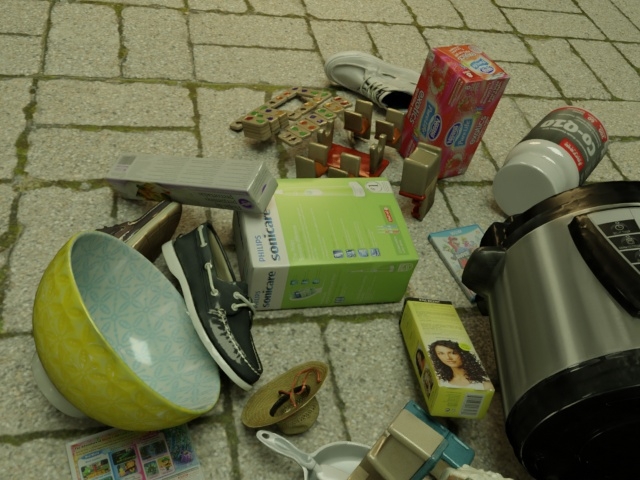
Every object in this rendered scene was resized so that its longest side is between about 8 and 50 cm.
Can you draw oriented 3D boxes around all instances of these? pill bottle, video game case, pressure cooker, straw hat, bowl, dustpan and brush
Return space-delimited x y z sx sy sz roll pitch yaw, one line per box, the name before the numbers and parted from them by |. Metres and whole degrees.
pill bottle | 0.493 -0.165 1.354 0.161 0.161 0.283 35 49 18
video game case | -0.239 0.307 0.828 0.157 0.019 0.143 -13 52 -24
pressure cooker | 0.430 0.120 0.937 0.370 0.375 0.421 43 35 -31
straw hat | -0.036 0.242 0.906 0.144 0.144 0.061 -41 109 -39
bowl | -0.284 0.146 0.843 0.156 0.289 0.289 -36 57 6
dustpan and brush | 0.006 0.317 0.849 0.211 0.060 0.147 24 46 8
video game case | 0.297 0.040 1.214 0.119 0.015 0.166 -11 51 -23

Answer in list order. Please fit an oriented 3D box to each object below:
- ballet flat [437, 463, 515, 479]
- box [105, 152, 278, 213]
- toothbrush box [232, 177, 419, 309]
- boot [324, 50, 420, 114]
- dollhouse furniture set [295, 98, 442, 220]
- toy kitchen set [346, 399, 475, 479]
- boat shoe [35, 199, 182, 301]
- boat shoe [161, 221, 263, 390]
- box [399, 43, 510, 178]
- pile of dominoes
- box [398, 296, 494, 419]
ballet flat | 0.291 0.400 0.761 0.409 0.147 0.147 46 50 -1
box | -0.228 -0.101 1.083 0.323 0.063 0.067 7 59 29
toothbrush box | 0.000 0.000 1.103 0.283 0.122 0.206 -2 48 -17
boot | 0.135 -0.372 1.500 0.258 0.095 0.123 9 39 -7
dollhouse furniture set | 0.108 -0.149 1.293 0.259 0.135 0.262 21 45 21
toy kitchen set | 0.144 0.271 0.816 0.122 0.166 0.207 38 33 15
boat shoe | -0.334 0.018 1.018 0.092 0.103 0.285 31 54 8
boat shoe | -0.154 0.089 0.974 0.091 0.114 0.303 -34 60 -1
box | 0.269 -0.265 1.324 0.122 0.257 0.128 -14 53 -27
pile of dominoes | -0.060 -0.288 1.368 0.195 0.040 0.251 18 43 32
box | 0.188 0.174 0.980 0.087 0.058 0.232 6 26 -10
